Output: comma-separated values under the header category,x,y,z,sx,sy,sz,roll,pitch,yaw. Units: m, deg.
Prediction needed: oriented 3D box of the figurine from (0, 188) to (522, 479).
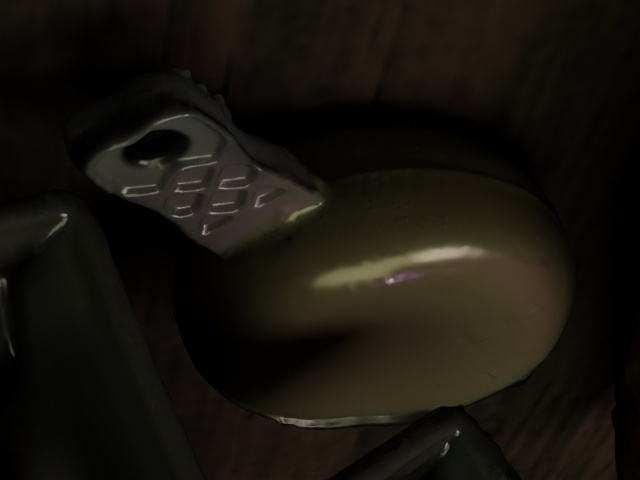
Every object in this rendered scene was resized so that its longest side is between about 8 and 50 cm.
category,x,y,z,sx,sy,sz,roll,pitch,yaw
figurine,-0.104,0.120,0.467,0.342,0.167,0.285,45,134,-10

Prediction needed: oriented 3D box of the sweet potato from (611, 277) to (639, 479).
category,x,y,z,sx,sy,sz,roll,pitch,yaw
sweet potato,0.141,0.031,0.484,0.131,0.131,0.336,-7,149,-14

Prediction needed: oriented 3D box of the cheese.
category,x,y,z,sx,sy,sz,roll,pitch,yaw
cheese,-0.005,0.004,0.453,0.171,0.047,0.092,13,138,-41
